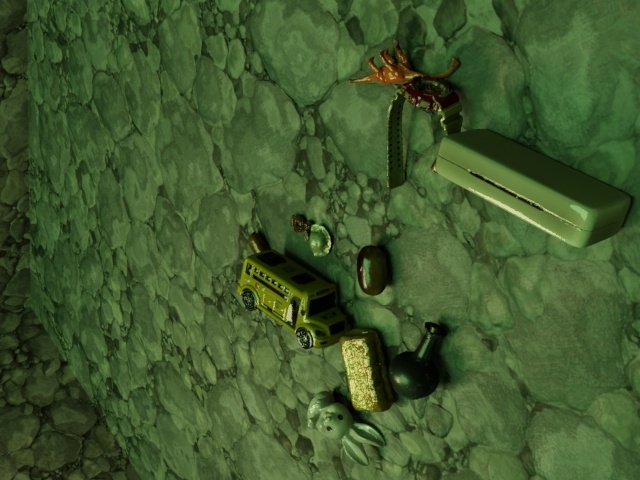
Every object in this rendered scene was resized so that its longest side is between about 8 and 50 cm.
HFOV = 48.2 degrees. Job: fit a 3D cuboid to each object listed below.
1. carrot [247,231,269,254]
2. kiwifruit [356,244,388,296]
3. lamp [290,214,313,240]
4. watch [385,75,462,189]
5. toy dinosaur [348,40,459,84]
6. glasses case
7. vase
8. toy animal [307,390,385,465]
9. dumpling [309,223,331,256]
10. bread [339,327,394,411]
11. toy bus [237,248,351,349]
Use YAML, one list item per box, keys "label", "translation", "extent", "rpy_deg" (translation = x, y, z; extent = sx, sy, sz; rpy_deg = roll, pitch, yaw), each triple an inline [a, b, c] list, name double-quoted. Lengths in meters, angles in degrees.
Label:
- label: "carrot"
  translation: [-0.147, 0.068, 2.077]
  extent: [0.216, 0.048, 0.048]
  rpy_deg: [56, 139, 14]
- label: "kiwifruit"
  translation: [0.125, 0.073, 1.718]
  extent: [0.075, 0.075, 0.125]
  rpy_deg: [6, 103, 50]
- label: "lamp"
  translation: [-0.053, -0.042, 1.928]
  extent: [0.083, 0.031, 0.063]
  rpy_deg: [41, 131, 40]
- label: "watch"
  translation: [0.212, -0.209, 1.500]
  extent: [0.164, 0.102, 0.269]
  rpy_deg: [29, 134, 39]
- label: "toy dinosaur"
  translation: [0.168, -0.368, 1.516]
  extent: [0.279, 0.055, 0.101]
  rpy_deg: [0, 130, 52]
- label: "glasses case"
  translation: [0.373, -0.104, 1.292]
  extent: [0.336, 0.143, 0.076]
  rpy_deg: [36, 128, 39]
- label: "vase"
  translation: [0.231, 0.272, 1.638]
  extent: [0.120, 0.120, 0.183]
  rpy_deg: [37, 116, 37]
- label: "toy animal"
  translation: [0.058, 0.502, 1.918]
  extent: [0.220, 0.131, 0.104]
  rpy_deg: [31, 84, 39]
- label: "dumpling"
  translation: [0.001, 0.000, 1.874]
  extent: [0.052, 0.057, 0.076]
  rpy_deg: [78, -167, -73]
- label: "bread"
  translation: [0.118, 0.328, 1.810]
  extent: [0.113, 0.083, 0.211]
  rpy_deg: [-7, 98, 46]
- label: "toy bus"
  translation: [-0.067, 0.153, 1.907]
  extent: [0.331, 0.145, 0.151]
  rpy_deg: [29, 120, 35]
